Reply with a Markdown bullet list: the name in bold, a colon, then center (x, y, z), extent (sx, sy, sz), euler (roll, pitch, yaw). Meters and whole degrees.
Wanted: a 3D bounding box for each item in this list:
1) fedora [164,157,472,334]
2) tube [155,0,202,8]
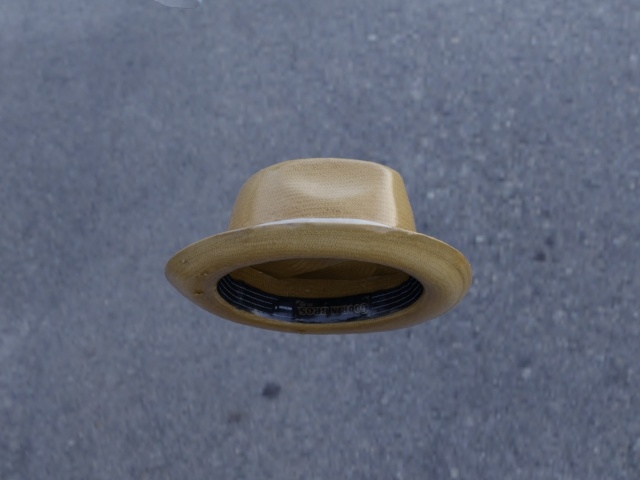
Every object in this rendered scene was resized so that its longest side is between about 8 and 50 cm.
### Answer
- **fedora**: center (0.000, 0.000, 0.860), extent (0.194, 0.194, 0.079), euler (1, 69, 6)
- **tube**: center (-0.073, -0.261, 0.955), extent (0.080, 0.052, 0.207), euler (20, 74, -7)
